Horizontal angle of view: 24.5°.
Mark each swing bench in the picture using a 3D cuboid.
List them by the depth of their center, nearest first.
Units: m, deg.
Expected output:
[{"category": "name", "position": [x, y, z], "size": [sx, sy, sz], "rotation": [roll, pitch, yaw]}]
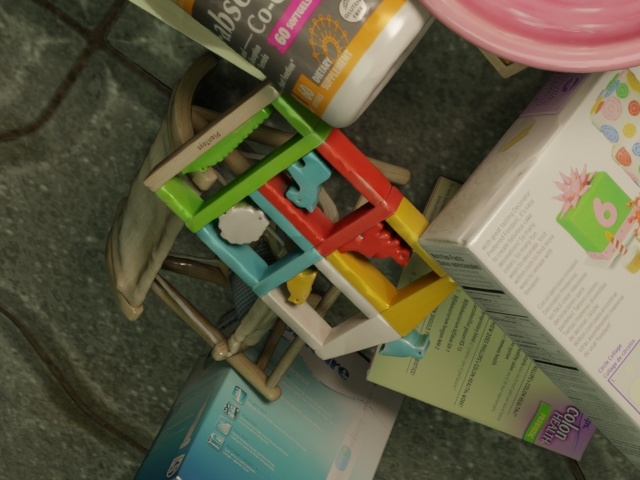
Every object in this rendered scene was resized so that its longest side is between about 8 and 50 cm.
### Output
[{"category": "swing bench", "position": [-0.087, -0.009, 1.516], "size": [0.254, 0.165, 0.253], "rotation": [29, 137, -3]}]

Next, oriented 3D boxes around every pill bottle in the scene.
[{"category": "pill bottle", "position": [-0.042, -0.233, 1.207], "size": [0.278, 0.162, 0.162], "rotation": [38, 137, 1]}]

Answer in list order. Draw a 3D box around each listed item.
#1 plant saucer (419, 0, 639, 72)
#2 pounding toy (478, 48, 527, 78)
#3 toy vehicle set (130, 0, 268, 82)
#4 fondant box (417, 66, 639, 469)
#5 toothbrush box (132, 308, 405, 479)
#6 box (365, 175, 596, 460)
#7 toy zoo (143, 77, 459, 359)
[{"category": "plant saucer", "position": [0.198, -0.293, 1.087], "size": [0.332, 0.084, 0.332], "rotation": [4, 105, 17]}, {"category": "pounding toy", "position": [0.185, -0.202, 1.247], "size": [0.130, 0.100, 0.141], "rotation": [-26, 117, 41]}, {"category": "toy vehicle set", "position": [-0.094, -0.194, 1.351], "size": [0.267, 0.166, 0.035], "rotation": [31, 96, -5]}, {"category": "fondant box", "position": [0.282, 0.023, 1.314], "size": [0.330, 0.238, 0.096], "rotation": [45, 165, -20]}, {"category": "toothbrush box", "position": [-0.057, 0.231, 1.638], "size": [0.216, 0.295, 0.126], "rotation": [41, 136, -17]}, {"category": "box", "position": [0.194, 0.081, 1.505], "size": [0.243, 0.117, 0.213], "rotation": [21, 137, 7]}, {"category": "toy zoo", "position": [0.000, 0.000, 1.343], "size": [0.293, 0.030, 0.192], "rotation": [45, 132, -14]}]
